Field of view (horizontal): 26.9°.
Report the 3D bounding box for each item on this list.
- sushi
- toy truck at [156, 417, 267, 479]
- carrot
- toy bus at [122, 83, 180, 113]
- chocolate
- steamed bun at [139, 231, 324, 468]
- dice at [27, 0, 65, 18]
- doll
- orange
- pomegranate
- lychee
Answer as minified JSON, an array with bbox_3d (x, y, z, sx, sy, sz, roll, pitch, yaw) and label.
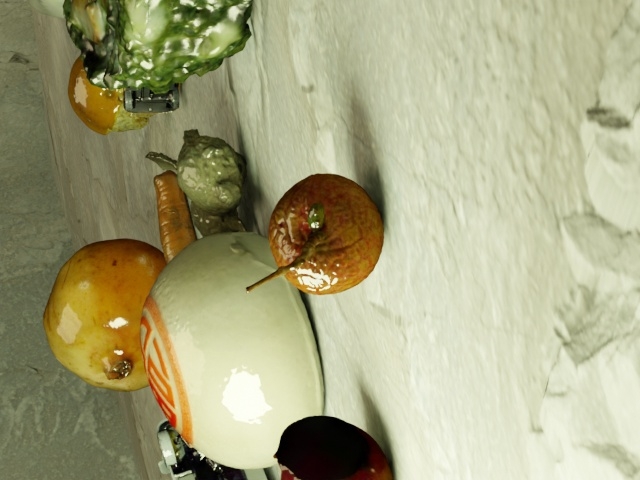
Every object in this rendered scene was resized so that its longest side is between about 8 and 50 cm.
[{"bbox_3d":[-0.179,-0.329,1.454,0.352,0.178,0.294,101,151,-48],"label":"sushi"},{"bbox_3d":[-0.119,0.405,1.865,0.175,0.146,0.367,89,162,-48],"label":"toy truck"},{"bbox_3d":[-0.228,-0.024,2.103,0.060,0.060,0.186,117,141,-67],"label":"carrot"},{"bbox_3d":[-0.241,-0.266,1.913,0.194,0.083,0.088,105,159,-53],"label":"toy bus"},{"bbox_3d":[0.012,0.248,1.314,0.127,0.124,0.133,52,168,43],"label":"chocolate"},{"bbox_3d":[-0.116,0.135,1.565,0.283,0.177,0.283,164,90,-74],"label":"steamed bun"},{"bbox_3d":[-0.353,-0.449,1.974,0.193,0.194,0.191,-122,24,-49],"label":"dice"},{"bbox_3d":[-0.128,-0.021,1.711,0.203,0.091,0.285,43,153,52],"label":"doll"},{"bbox_3d":[-0.319,-0.243,2.109,0.134,0.157,0.156,-84,-9,-65],"label":"orange"},{"bbox_3d":[-0.342,0.134,2.263,0.264,0.264,0.264,168,90,-75],"label":"pomegranate"},{"bbox_3d":[0.004,0.001,1.163,0.114,0.101,0.140,-56,14,11],"label":"lychee"}]
